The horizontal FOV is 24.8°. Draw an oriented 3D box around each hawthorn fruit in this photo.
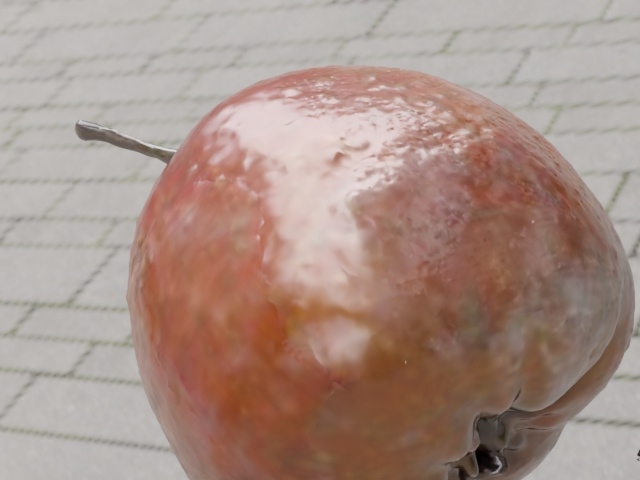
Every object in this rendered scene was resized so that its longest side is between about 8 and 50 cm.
[{"bbox_3d":[0.025,0.019,0.681,0.235,0.263,0.231,-15,-5,-7],"label":"hawthorn fruit"}]

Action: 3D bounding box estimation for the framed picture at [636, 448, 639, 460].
[{"bbox_3d":[0.163,-0.096,0.302,0.014,0.255,0.338,30,87,10],"label":"framed picture"}]
